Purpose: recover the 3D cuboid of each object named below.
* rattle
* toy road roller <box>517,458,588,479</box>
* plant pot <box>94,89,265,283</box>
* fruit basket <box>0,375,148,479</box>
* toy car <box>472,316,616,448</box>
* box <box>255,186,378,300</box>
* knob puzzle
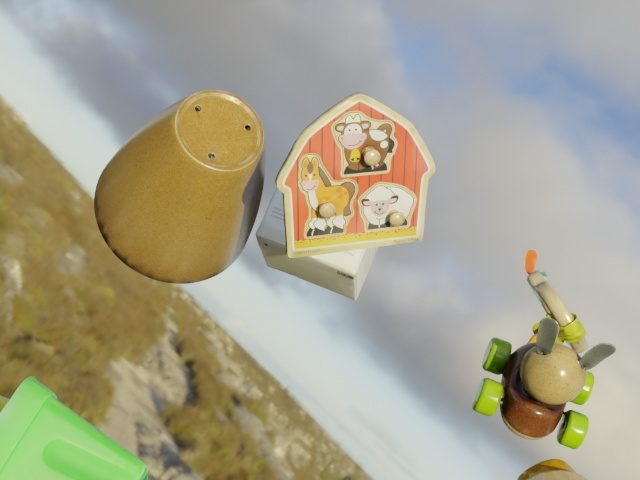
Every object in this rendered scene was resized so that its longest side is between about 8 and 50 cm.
[{"bbox_3d":[0.354,0.124,1.595,0.130,0.143,0.199,26,26,-47],"label":"rattle"},{"bbox_3d":[0.428,0.412,1.226,0.329,0.241,0.202,44,21,-25],"label":"toy road roller"},{"bbox_3d":[-0.173,-0.092,1.291,0.237,0.237,0.254,43,-30,0],"label":"plant pot"},{"bbox_3d":[-0.391,0.320,1.113,0.392,0.283,0.392,14,-42,13],"label":"fruit basket"},{"bbox_3d":[0.317,0.172,1.285,0.155,0.149,0.188,20,-42,3],"label":"toy car"},{"bbox_3d":[0.000,0.000,1.614,0.181,0.119,0.182,21,-16,9],"label":"box"},{"bbox_3d":[0.044,-0.073,1.083,0.213,0.213,0.030,48,6,-29],"label":"knob puzzle"}]
